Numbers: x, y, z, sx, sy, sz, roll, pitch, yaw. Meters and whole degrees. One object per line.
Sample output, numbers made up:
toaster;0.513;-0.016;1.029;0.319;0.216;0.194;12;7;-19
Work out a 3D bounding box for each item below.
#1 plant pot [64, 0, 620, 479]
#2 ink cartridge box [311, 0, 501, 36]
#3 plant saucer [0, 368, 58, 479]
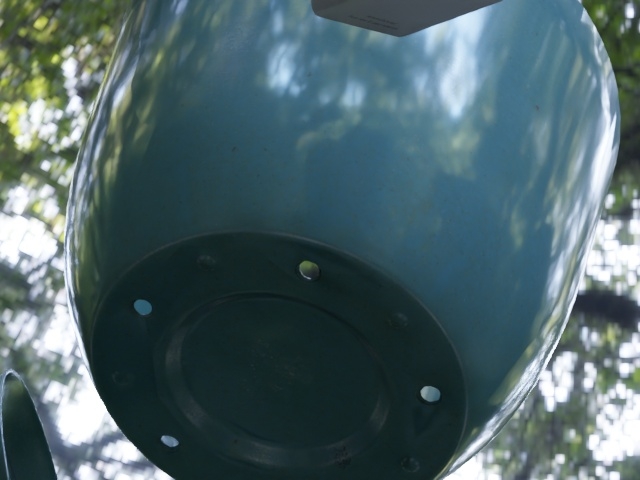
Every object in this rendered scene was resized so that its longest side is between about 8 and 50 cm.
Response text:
plant pot;0.000;0.000;0.848;0.293;0.235;0.293;7;-51;9
ink cartridge box;0.076;-0.148;0.561;0.180;0.060;0.104;-17;-103;35
plant saucer;-0.135;0.118;0.731;0.021;0.119;0.119;-13;-58;-1
